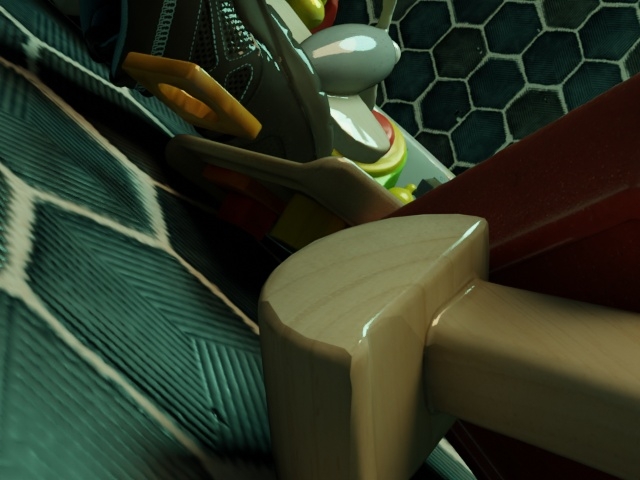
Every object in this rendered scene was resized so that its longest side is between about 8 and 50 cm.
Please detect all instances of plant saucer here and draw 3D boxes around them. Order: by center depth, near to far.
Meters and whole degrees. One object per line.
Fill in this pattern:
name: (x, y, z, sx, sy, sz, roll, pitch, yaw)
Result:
plant saucer: (0.139, 0.077, 0.446, 0.259, 0.047, 0.258, 54, -35, -4)

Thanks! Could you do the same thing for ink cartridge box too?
ink cartridge box: (0.133, -0.070, 1.401, 0.278, 0.117, 0.201, 41, 9, -9)

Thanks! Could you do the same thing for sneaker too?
sneaker: (-0.093, -0.136, 0.670, 0.125, 0.139, 0.341, 33, -26, 43)

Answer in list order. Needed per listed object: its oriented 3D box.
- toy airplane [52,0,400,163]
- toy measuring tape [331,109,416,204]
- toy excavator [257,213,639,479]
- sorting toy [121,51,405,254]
toy airplane: (-0.085, -0.280, 0.939, 0.386, 0.272, 0.384, 44, 15, -29)
toy measuring tape: (0.005, -0.146, 1.195, 0.330, 0.121, 0.121, 46, 9, 19)
toy excavator: (0.180, 0.112, 0.205, 0.445, 0.432, 0.222, -75, 161, -68)
sorting toy: (0.000, 0.000, 0.628, 0.347, 0.047, 0.196, 36, -14, -34)
